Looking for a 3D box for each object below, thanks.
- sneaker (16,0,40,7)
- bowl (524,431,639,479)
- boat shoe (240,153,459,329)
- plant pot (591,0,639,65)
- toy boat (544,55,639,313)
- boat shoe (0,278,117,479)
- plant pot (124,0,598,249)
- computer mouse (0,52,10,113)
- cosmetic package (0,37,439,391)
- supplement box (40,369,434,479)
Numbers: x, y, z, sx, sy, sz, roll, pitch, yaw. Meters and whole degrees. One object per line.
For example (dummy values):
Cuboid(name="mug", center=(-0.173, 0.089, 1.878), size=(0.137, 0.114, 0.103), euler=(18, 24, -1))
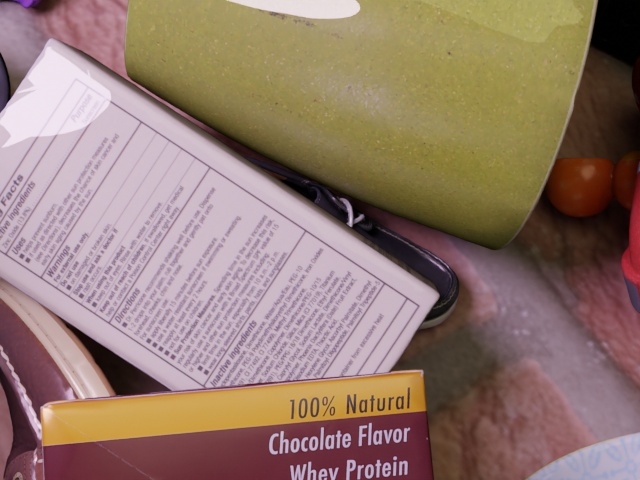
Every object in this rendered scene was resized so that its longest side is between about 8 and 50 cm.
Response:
Cuboid(name="sneaker", center=(-0.331, -0.244, 0.873), size=(0.237, 0.095, 0.104), euler=(1, 71, -8))
Cuboid(name="bowl", center=(0.249, 0.254, 0.639), size=(0.290, 0.289, 0.156), euler=(-18, 109, -16))
Cuboid(name="boat shoe", center=(0.000, 0.000, 0.798), size=(0.233, 0.079, 0.084), euler=(25, 61, 4))
Cuboid(name="plant pot", center=(0.342, -0.238, 0.914), size=(0.188, 0.187, 0.167), euler=(28, 76, 7))
Cuboid(name="toy boat", center=(0.257, -0.050, 0.839), size=(0.151, 0.151, 0.231), euler=(3, 59, 27))
Cuboid(name="boat shoe", center=(-0.163, 0.182, 0.664), size=(0.123, 0.123, 0.342), euler=(-27, 76, -20))
Cuboid(name="plant pot", center=(0.016, -0.156, 0.761), size=(0.294, 0.274, 0.274), euler=(12, 63, -3))
Cuboid(name="computer mouse", center=(-0.352, -0.149, 0.818), size=(0.272, 0.072, 0.188), euler=(27, 93, 10))
Cuboid(name="cosmetic package", center=(-0.083, 0.011, 0.707), size=(0.296, 0.129, 0.153), euler=(35, 94, 0))
Cuboid(name="supplement box", center=(-0.040, 0.175, 0.552), size=(0.191, 0.129, 0.194), euler=(-4, 81, -7))
